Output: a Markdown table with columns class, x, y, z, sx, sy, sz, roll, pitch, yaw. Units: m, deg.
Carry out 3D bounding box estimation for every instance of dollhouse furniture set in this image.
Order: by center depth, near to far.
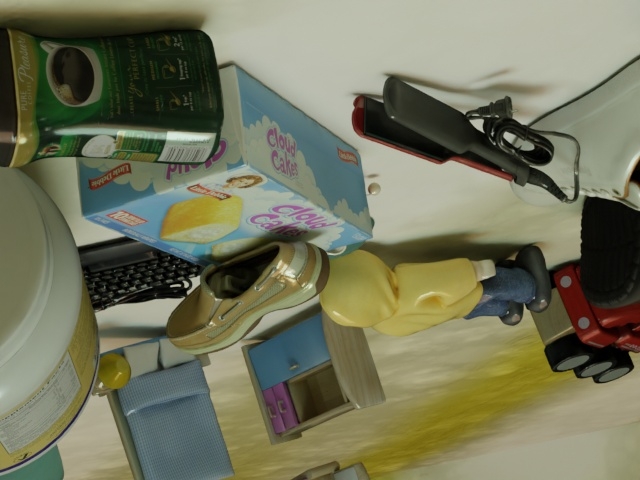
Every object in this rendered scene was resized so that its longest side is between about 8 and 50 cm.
| class | x | y | z | sx | sy | sz | roll | pitch | yaw |
| --- | --- | --- | --- | --- | --- | --- | --- | --- | --- |
| dollhouse furniture set | -0.096 | 0.230 | 1.862 | 0.303 | 0.286 | 0.198 | -10 | 167 | -38 |

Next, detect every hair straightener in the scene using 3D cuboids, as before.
| class | x | y | z | sx | sy | sz | roll | pitch | yaw |
| --- | --- | --- | --- | --- | --- | --- | --- | --- | --- |
| hair straightener | 0.142 | -0.083 | 1.304 | 0.230 | 0.047 | 0.089 | 23 | 147 | -28 |

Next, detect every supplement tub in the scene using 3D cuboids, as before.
| class | x | y | z | sx | sy | sz | roll | pitch | yaw |
| --- | --- | --- | --- | --- | --- | --- | --- | --- | --- |
| supplement tub | -0.314 | 0.061 | 1.291 | 0.241 | 0.241 | 0.331 | -7 | 162 | -6 |

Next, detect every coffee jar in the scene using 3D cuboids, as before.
| class | x | y | z | sx | sy | sz | roll | pitch | yaw |
| --- | --- | --- | --- | --- | --- | --- | --- | --- | --- |
| coffee jar | -0.166 | -0.101 | 1.092 | 0.184 | 0.096 | 0.079 | -2 | 159 | -21 |

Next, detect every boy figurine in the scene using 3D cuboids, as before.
| class | x | y | z | sx | sy | sz | roll | pitch | yaw |
| --- | --- | --- | --- | --- | --- | --- | --- | --- | --- |
| boy figurine | 0.116 | 0.058 | 1.752 | 0.285 | 0.092 | 0.177 | 1 | 160 | -27 |

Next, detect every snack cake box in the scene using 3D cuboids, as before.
| class | x | y | z | sx | sy | sz | roll | pitch | yaw |
| --- | --- | --- | --- | --- | --- | --- | --- | --- | --- |
| snack cake box | -0.075 | -0.050 | 1.312 | 0.152 | 0.089 | 0.264 | -15 | 162 | 21 |

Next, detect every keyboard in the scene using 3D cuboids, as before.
| class | x | y | z | sx | sy | sz | roll | pitch | yaw |
| --- | --- | --- | --- | --- | --- | --- | --- | --- | --- |
| keyboard | -0.228 | 0.047 | 1.644 | 0.317 | 0.033 | 0.201 | -12 | 163 | 11 |

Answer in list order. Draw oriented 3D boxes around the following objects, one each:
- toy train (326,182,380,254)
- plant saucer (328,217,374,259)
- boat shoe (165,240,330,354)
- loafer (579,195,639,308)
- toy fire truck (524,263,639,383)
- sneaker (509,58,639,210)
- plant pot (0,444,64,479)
| class | x | y | z | sx | sy | sz | roll | pitch | yaw |
| --- | --- | --- | --- | --- | --- | --- | --- | --- | --- |
| toy train | -0.009 | -0.009 | 1.512 | 0.125 | 0.046 | 0.166 | -1 | 152 | -9 |
| plant saucer | 0.000 | 0.000 | 1.622 | 0.119 | 0.021 | 0.119 | -8 | 163 | -2 |
| boat shoe | -0.082 | 0.043 | 1.369 | 0.190 | 0.068 | 0.072 | -32 | 141 | 33 |
| loafer | 0.370 | 0.002 | 1.528 | 0.130 | 0.134 | 0.366 | 4 | 174 | -16 |
| toy fire truck | 0.412 | 0.088 | 1.935 | 0.246 | 0.158 | 0.217 | -30 | 155 | 23 |
| sneaker | 0.260 | -0.064 | 1.386 | 0.106 | 0.123 | 0.290 | -4 | 163 | -23 |
| plant pot | -0.427 | 0.227 | 1.720 | 0.235 | 0.293 | 0.293 | -22 | 167 | -17 |
